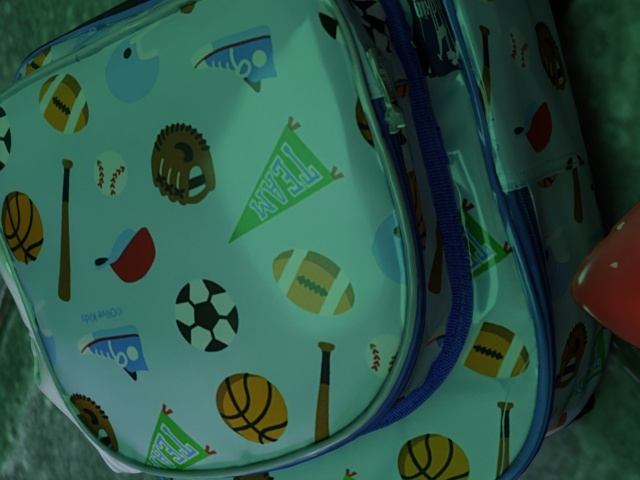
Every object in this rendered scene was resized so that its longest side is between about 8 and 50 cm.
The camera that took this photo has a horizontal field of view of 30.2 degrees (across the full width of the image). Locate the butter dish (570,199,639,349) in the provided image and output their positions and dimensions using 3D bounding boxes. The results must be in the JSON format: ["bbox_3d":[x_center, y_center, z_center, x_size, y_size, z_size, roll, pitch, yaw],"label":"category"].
[{"bbox_3d":[0.189,-0.021,0.422,0.160,0.118,0.160,28,125,-17],"label":"butter dish"}]

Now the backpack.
[{"bbox_3d":[0.000,0.000,0.522,0.276,0.213,0.263,-18,99,36],"label":"backpack"}]

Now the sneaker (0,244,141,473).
[{"bbox_3d":[-0.160,0.051,0.737,0.094,0.080,0.212,-37,77,49],"label":"sneaker"}]
